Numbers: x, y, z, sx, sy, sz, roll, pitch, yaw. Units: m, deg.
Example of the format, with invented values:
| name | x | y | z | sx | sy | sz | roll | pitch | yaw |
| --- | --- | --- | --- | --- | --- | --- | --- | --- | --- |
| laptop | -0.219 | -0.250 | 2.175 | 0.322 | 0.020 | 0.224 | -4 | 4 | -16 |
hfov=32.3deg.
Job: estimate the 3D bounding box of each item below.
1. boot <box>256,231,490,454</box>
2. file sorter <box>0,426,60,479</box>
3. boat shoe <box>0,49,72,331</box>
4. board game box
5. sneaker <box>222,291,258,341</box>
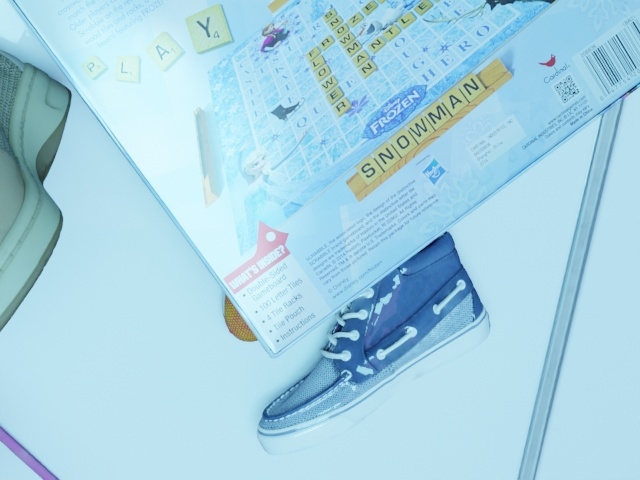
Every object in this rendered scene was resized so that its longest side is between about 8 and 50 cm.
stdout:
| name | x | y | z | sx | sy | sz | roll | pitch | yaw |
| --- | --- | --- | --- | --- | --- | --- | --- | --- | --- |
| boot | 0.025 | 0.068 | 0.775 | 0.190 | 0.069 | 0.086 | -30 | 108 | -17 |
| file sorter | -0.272 | 0.256 | 0.651 | 0.291 | 0.202 | 0.182 | -39 | 118 | -4 |
| boat shoe | -0.196 | -0.015 | 0.517 | 0.110 | 0.341 | 0.121 | 35 | 105 | -23 |
| board game box | 0.004 | -0.151 | 0.654 | 0.319 | 0.066 | 0.318 | -36 | 102 | -6 |
| sneaker | 0.000 | 0.000 | 0.737 | 0.175 | 0.067 | 0.064 | -48 | 117 | 2 |
